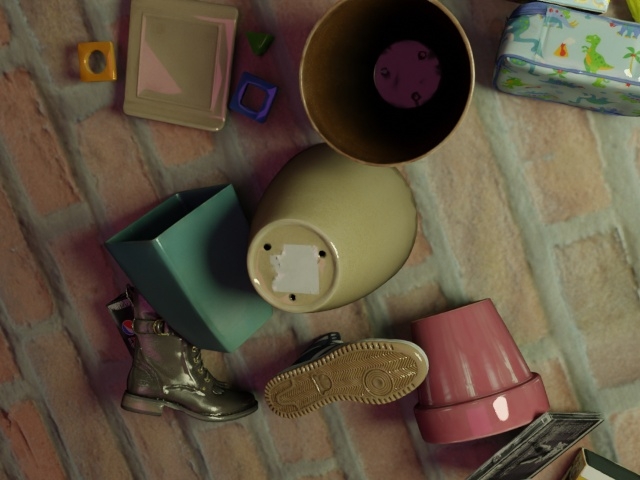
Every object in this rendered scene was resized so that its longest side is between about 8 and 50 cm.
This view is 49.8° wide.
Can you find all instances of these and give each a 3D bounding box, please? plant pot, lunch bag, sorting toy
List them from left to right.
[{"bbox_3d":[-0.225,-0.287,1.113,0.347,0.047,0.196,13,103,11],"label":"sorting toy"},{"bbox_3d":[-0.192,0.056,1.111,0.165,0.165,0.234,-2,121,48],"label":"plant pot"},{"bbox_3d":[0.000,0.000,1.007,0.256,0.274,0.257,4,105,13],"label":"plant pot"},{"bbox_3d":[0.106,-0.224,0.941,0.215,0.230,0.216,4,106,14],"label":"plant pot"},{"bbox_3d":[0.224,0.192,1.052,0.201,0.201,0.180,-19,83,19],"label":"plant pot"},{"bbox_3d":[0.340,-0.231,0.910,0.218,0.176,0.090,15,88,12],"label":"lunch bag"}]

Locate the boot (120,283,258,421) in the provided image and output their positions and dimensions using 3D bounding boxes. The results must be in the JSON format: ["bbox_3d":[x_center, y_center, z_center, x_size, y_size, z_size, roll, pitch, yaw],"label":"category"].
[{"bbox_3d":[-0.220,0.189,1.202,0.262,0.091,0.229,10,85,-21],"label":"boot"}]

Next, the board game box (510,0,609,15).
[{"bbox_3d":[0.327,-0.439,0.872,0.142,0.144,0.275,16,108,10],"label":"board game box"}]

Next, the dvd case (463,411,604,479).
[{"bbox_3d":[0.330,0.316,1.050,0.164,0.221,0.018,-49,52,21],"label":"dvd case"}]

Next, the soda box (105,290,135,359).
[{"bbox_3d":[-0.318,0.173,1.250,0.053,0.060,0.169,-20,100,20],"label":"soda box"}]

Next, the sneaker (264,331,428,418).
[{"bbox_3d":[0.057,0.195,1.096,0.282,0.153,0.099,-21,93,30],"label":"sneaker"}]

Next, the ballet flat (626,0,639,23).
[{"bbox_3d":[0.484,-0.263,0.919,0.231,0.077,0.077,33,124,3],"label":"ballet flat"}]

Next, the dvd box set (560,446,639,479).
[{"bbox_3d":[0.478,0.586,1.149,0.307,0.062,0.421,26,110,6],"label":"dvd box set"}]
